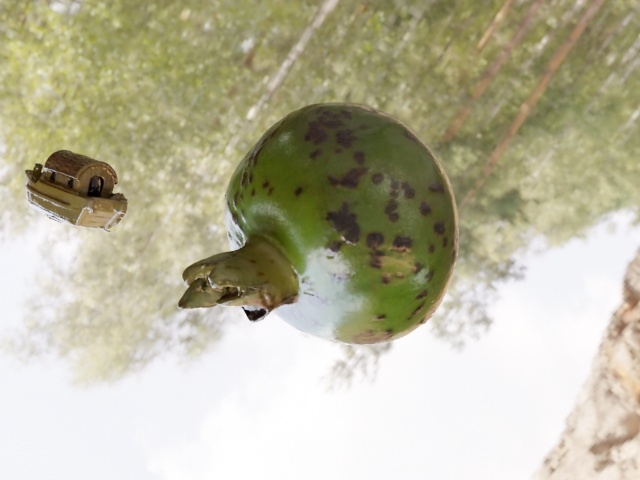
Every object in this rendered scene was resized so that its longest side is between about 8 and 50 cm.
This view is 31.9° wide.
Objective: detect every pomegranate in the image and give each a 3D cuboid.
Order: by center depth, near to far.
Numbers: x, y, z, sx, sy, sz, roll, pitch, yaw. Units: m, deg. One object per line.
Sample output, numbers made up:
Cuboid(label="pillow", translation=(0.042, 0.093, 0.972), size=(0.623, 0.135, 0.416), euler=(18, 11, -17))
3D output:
Cuboid(label="pomegranate", translation=(0.000, 0.000, 0.931), size=(0.211, 0.211, 0.263), euler=(43, -124, 18))

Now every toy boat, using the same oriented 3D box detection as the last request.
Cuboid(label="toy boat", translation=(-0.313, -0.068, 1.409), size=(0.068, 0.088, 0.226), euler=(5, -171, -37))
